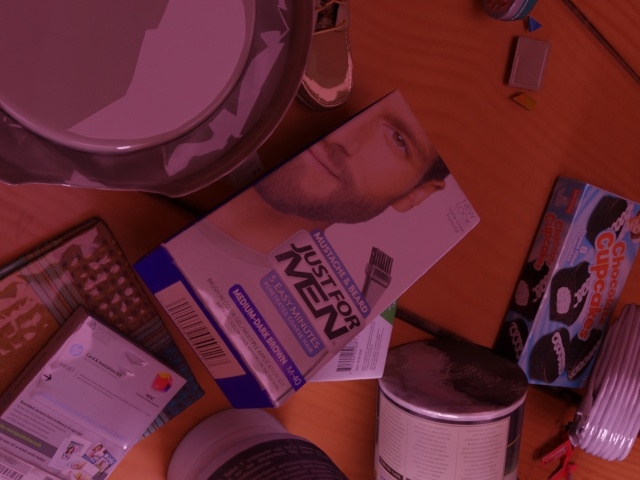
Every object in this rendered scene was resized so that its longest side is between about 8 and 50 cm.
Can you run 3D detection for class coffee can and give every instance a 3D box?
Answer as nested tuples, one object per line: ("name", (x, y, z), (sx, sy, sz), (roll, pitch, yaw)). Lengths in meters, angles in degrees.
("coffee can", (0.173, 0.306, 0.968), (0.201, 0.201, 0.275), (-9, 111, -28))

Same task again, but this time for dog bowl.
("dog bowl", (-0.185, -0.206, 0.603), (0.348, 0.102, 0.349), (-3, 101, -17))

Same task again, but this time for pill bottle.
("pill bottle", (-0.034, 0.343, 0.761), (0.204, 0.361, 0.204), (-10, 112, -27))

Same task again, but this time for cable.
("cable", (0.488, 0.229, 1.130), (0.257, 0.089, 0.257), (-66, 157, -6))

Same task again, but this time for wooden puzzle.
("wooden puzzle", (0.289, -0.244, 0.964), (0.078, 0.014, 0.116), (8, 103, -37))

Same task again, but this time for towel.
("towel", (-0.333, 0.173, 0.725), (0.370, 0.040, 0.271), (-33, 121, -19))

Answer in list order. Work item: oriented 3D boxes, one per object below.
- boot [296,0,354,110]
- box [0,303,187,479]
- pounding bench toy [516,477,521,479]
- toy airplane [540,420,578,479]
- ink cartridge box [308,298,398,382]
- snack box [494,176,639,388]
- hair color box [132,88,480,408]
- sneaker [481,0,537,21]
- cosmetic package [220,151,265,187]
("boot", (0.013, -0.244, 0.683), (0.095, 0.203, 0.262), (-24, 116, -21))
("box", (-0.255, 0.182, 0.730), (0.186, 0.038, 0.145), (-51, 125, -7))
("pounding bench toy", (0.332, 0.442, 1.179), (0.065, 0.083, 0.052), (-33, 120, -17))
("toy airplane", (0.453, 0.390, 1.266), (0.151, 0.028, 0.151), (-10, 112, -26))
("ink cartridge box", (-0.016, 0.090, 0.851), (0.208, 0.087, 0.153), (4, 104, -31))
("snack box", (0.403, 0.075, 1.109), (0.187, 0.060, 0.322), (12, 100, -34))
("hair color box", (0.000, 0.000, 0.737), (0.339, 0.110, 0.185), (-39, 99, -33))
("sneaker", (0.292, -0.411, 0.851), (0.121, 0.108, 0.302), (10, 100, -28))
("cosmetic package", (-0.109, -0.118, 0.744), (0.041, 0.060, 0.115), (-34, 122, -18))
